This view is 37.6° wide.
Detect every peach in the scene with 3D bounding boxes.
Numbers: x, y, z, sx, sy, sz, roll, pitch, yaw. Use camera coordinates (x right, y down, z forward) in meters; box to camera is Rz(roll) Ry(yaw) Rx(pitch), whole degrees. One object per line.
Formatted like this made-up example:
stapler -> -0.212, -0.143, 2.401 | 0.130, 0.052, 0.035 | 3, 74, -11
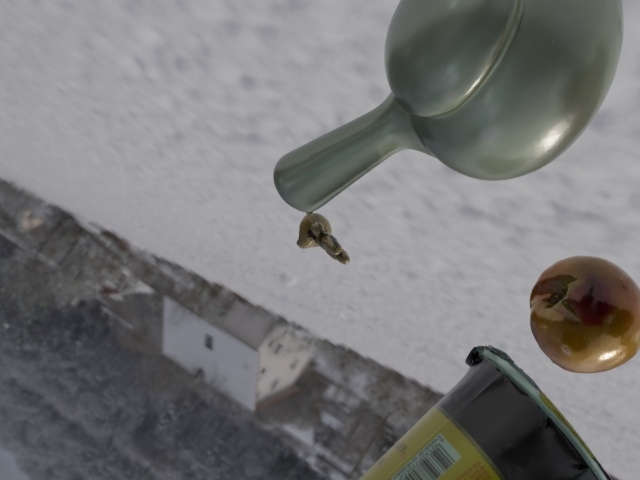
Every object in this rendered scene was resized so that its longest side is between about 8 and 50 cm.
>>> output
peach -> 0.315, 0.088, 1.095 | 0.138, 0.138, 0.138 | 32, 168, 8

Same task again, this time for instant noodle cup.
instant noodle cup -> 0.132, 0.249, 0.880 | 0.215, 0.236, 0.215 | 53, 173, 9

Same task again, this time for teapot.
teapot -> 0.105, -0.116, 0.787 | 0.149, 0.318, 0.220 | 18, -159, -32

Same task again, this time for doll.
doll -> 0.007, -0.006, 1.173 | 0.093, 0.051, 0.061 | 17, 152, 48
